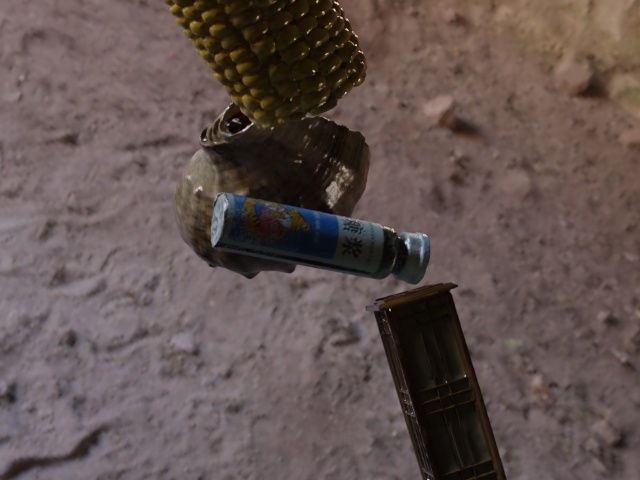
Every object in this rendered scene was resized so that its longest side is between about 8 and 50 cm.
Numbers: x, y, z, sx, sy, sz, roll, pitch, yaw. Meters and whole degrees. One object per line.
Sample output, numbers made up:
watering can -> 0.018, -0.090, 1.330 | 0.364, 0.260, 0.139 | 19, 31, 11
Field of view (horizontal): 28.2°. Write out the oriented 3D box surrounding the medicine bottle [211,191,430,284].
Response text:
medicine bottle -> 0.000, 0.000, 1.105 | 0.191, 0.051, 0.051 | 11, 39, -19

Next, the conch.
conch -> -0.060, -0.040, 1.367 | 0.210, 0.159, 0.291 | 9, -10, 5

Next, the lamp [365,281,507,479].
lamp -> 0.138, 0.209, 1.331 | 0.090, 0.089, 0.325 | -16, 89, -9

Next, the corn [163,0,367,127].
corn -> -0.062, -0.177, 0.694 | 0.244, 0.093, 0.093 | 61, 28, -18
